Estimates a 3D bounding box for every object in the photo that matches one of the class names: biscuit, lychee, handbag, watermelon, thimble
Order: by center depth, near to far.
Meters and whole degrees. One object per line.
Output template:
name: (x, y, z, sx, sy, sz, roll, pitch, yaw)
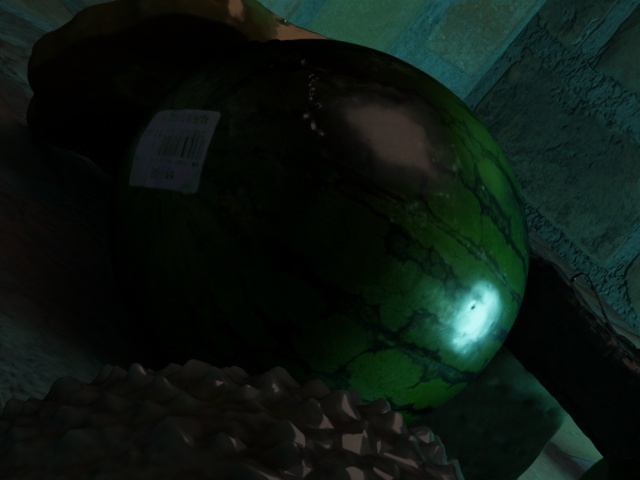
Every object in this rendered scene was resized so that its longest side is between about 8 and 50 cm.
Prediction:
lychee: (-0.045, 0.184, 0.588, 0.300, 0.300, 0.300, 38, 12, -10)
watermelon: (0.000, 0.000, 1.221, 0.363, 0.363, 0.363, 38, 12, -10)
handbag: (0.256, 0.094, 1.380, 0.270, 0.088, 0.175, 47, 20, 1)
biscuit: (-0.105, -0.131, 1.444, 0.365, 0.385, 0.062, 24, 63, -31)
thimble: (0.137, 0.121, 1.513, 0.291, 0.195, 0.291, 36, 16, -12)

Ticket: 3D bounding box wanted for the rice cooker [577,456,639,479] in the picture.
rice cooker: (0.344, 0.314, 1.398, 0.244, 0.226, 0.226, 27, 18, -35)
